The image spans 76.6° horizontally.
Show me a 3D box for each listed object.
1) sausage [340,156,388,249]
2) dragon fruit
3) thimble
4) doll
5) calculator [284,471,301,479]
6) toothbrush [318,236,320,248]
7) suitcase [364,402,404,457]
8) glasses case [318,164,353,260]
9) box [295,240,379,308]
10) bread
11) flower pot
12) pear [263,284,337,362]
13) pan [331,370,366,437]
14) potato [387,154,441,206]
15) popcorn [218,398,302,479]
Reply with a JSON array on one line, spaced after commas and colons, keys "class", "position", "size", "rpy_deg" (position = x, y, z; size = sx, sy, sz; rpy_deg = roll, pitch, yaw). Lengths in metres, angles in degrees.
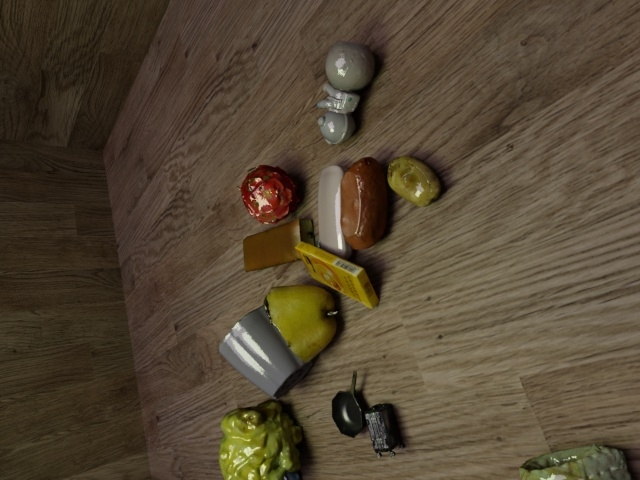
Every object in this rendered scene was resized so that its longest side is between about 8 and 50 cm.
[{"class": "sausage", "position": [0.125, -0.102, 1.126], "size": [0.133, 0.133, 0.258], "rpy_deg": [6, 98, 47]}, {"class": "dragon fruit", "position": [-0.182, -0.163, 1.417], "size": [0.268, 0.210, 0.205], "rpy_deg": [-151, 50, -64]}, {"class": "thimble", "position": [0.484, 0.467, 0.740], "size": [0.191, 0.137, 0.143], "rpy_deg": [-33, 64, 27]}, {"class": "doll", "position": [0.068, -0.418, 1.179], "size": [0.151, 0.151, 0.287], "rpy_deg": [31, 117, 43]}, {"class": "calculator", "position": [-0.127, 0.900, 1.479], "size": [0.121, 0.039, 0.210], "rpy_deg": [54, 126, 30]}, {"class": "toothbrush", "position": [0.000, 0.000, 1.348], "size": [0.014, 0.011, 0.166], "rpy_deg": [12, 99, 41]}, {"class": "suitcase", "position": [0.174, 0.517, 1.112], "size": [0.059, 0.086, 0.126], "rpy_deg": [-23, 73, 29]}, {"class": "glasses case", "position": [0.047, -0.083, 1.247], "size": [0.113, 0.075, 0.296], "rpy_deg": [-2, 89, 49]}, {"class": "box", "position": [0.046, 0.099, 1.216], "size": [0.269, 0.043, 0.152], "rpy_deg": [24, 150, 44]}, {"class": "bread", "position": [-0.163, 0.025, 1.477], "size": [0.362, 0.077, 0.138], "rpy_deg": [-15, 81, 46]}, {"class": "flower pot", "position": [-0.169, 0.383, 1.366], "size": [0.243, 0.265, 0.265], "rpy_deg": [43, 121, 26]}, {"class": "pear", "position": [-0.034, 0.230, 1.282], "size": [0.178, 0.267, 0.266], "rpy_deg": [-31, 64, 9]}, {"class": "pan", "position": [0.107, 0.493, 1.210], "size": [0.128, 0.048, 0.201], "rpy_deg": [51, 127, 32]}, {"class": "potato", "position": [0.236, -0.155, 1.041], "size": [0.170, 0.080, 0.107], "rpy_deg": [52, 138, 32]}, {"class": "popcorn", "position": [-0.203, 0.714, 1.388], "size": [0.312, 0.312, 0.311], "rpy_deg": [1, 91, 47]}]
